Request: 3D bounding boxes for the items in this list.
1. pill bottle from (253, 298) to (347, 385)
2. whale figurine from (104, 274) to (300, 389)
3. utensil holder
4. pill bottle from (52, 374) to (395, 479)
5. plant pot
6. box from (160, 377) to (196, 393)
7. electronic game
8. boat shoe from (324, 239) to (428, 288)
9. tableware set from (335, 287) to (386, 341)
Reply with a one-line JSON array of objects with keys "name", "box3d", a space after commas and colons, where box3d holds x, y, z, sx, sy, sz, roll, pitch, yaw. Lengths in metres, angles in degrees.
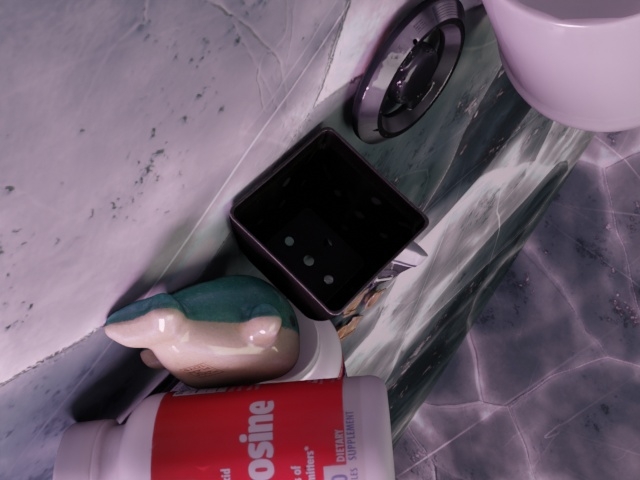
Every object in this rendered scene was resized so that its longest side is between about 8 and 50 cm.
[{"name": "pill bottle", "box3d": [-0.050, 0.207, 1.431, 0.181, 0.181, 0.323, -46, 161, -14]}, {"name": "whale figurine", "box3d": [-0.144, 0.100, 1.122, 0.216, 0.141, 0.272, -19, 153, 30]}, {"name": "utensil holder", "box3d": [0.368, -0.349, 1.148, 0.328, 0.327, 0.385, -52, 159, 4]}, {"name": "pill bottle", "box3d": [-0.110, 0.299, 1.120, 0.407, 0.229, 0.229, -6, 157, 3]}, {"name": "plant pot", "box3d": [0.000, 0.000, 1.184, 0.187, 0.188, 0.167, -43, 171, -22]}, {"name": "box", "box3d": [-0.208, 0.325, 1.316, 0.247, 0.163, 0.142, -45, 164, -16]}, {"name": "electronic game", "box3d": [0.123, -0.231, 1.219, 0.229, 0.048, 0.229, -43, 158, -22]}, {"name": "boat shoe", "box3d": [0.089, 0.034, 1.550, 0.102, 0.108, 0.301, -57, 158, 16]}, {"name": "tableware set", "box3d": [0.072, 0.161, 1.879, 0.141, 0.020, 0.169, -19, 143, -58]}]
